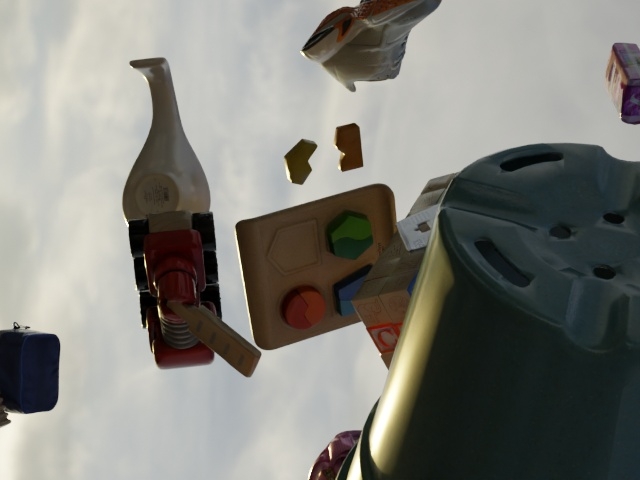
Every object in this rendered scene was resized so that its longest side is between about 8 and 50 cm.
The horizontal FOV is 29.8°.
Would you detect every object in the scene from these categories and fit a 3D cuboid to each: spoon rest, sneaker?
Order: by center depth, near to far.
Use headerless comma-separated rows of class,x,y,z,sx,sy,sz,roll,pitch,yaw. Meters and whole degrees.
sneaker,0.094,-0.289,1.690,0.262,0.121,0.099,-17,-144,52
spoon rest,-0.234,-0.128,1.783,0.084,0.137,0.276,-14,100,-80

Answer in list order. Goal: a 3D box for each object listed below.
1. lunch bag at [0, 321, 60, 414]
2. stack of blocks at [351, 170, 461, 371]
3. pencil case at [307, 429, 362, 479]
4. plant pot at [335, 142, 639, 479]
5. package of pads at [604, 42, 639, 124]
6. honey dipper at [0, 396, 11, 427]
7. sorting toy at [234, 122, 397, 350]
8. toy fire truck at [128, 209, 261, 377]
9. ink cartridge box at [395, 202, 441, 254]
lunch bag,-0.326,0.137,1.295,0.065,0.067,0.098,0,-95,26
stack of blocks,0.166,0.054,1.581,0.087,0.297,0.171,-14,-65,36
pencil case,0.029,0.386,1.273,0.160,0.167,0.386,37,-64,42
plant pot,0.194,0.126,0.959,0.341,0.341,0.334,-118,-152,-47
package of pads,0.302,-0.154,1.178,0.083,0.032,0.050,-92,-179,-56
honey dipper,-0.363,0.120,1.252,0.030,0.030,0.161,-32,-102,57
sorting toy,0.000,0.000,1.674,0.041,0.229,0.307,-127,-154,-59
toy fire truck,-0.168,0.107,1.619,0.246,0.158,0.217,-101,-171,-46
ink cartridge box,0.200,-0.032,1.362,0.223,0.224,0.045,-89,154,-80
